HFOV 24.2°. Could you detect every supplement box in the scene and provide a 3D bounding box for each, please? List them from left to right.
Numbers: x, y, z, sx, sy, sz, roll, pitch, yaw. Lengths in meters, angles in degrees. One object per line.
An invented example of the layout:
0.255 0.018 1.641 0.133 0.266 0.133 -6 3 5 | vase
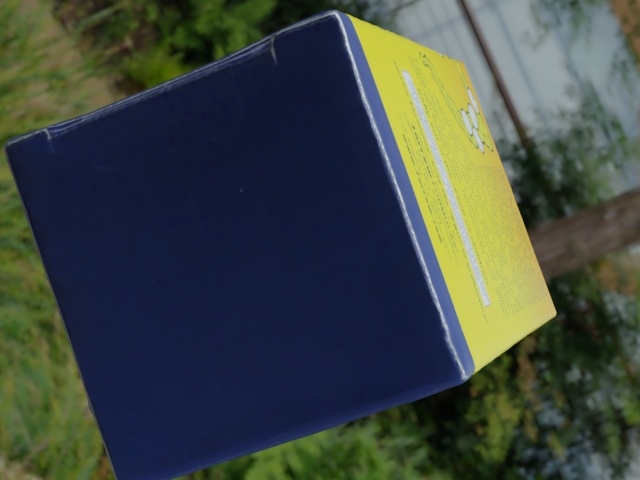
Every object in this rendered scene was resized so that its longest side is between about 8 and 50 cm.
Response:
0.000 0.000 0.897 0.356 0.194 0.195 -8 78 -74 | supplement box
